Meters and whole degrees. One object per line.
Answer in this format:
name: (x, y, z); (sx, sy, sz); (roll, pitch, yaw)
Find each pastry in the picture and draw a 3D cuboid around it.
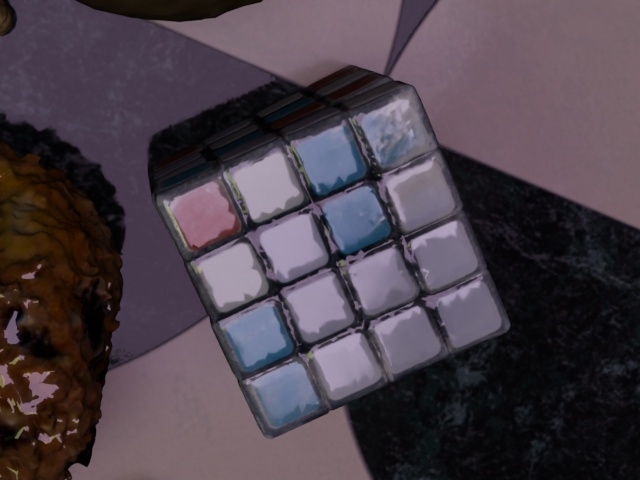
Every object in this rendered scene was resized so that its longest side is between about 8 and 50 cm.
pastry: (-0.331, 0.113, 1.161); (0.293, 0.337, 0.405); (21, 97, -21)

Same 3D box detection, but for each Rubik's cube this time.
Rubik's cube: (0.000, -0.001, 1.226); (0.259, 0.253, 0.256); (-26, 104, -1)

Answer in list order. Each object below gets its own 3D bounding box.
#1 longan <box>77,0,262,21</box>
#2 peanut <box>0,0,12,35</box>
longan: (-0.140, -0.381, 1.071); (0.391, 0.391, 0.390); (-2, 101, -8)
peanut: (-0.350, -0.242, 1.235); (0.113, 0.054, 0.054); (38, 93, -13)
